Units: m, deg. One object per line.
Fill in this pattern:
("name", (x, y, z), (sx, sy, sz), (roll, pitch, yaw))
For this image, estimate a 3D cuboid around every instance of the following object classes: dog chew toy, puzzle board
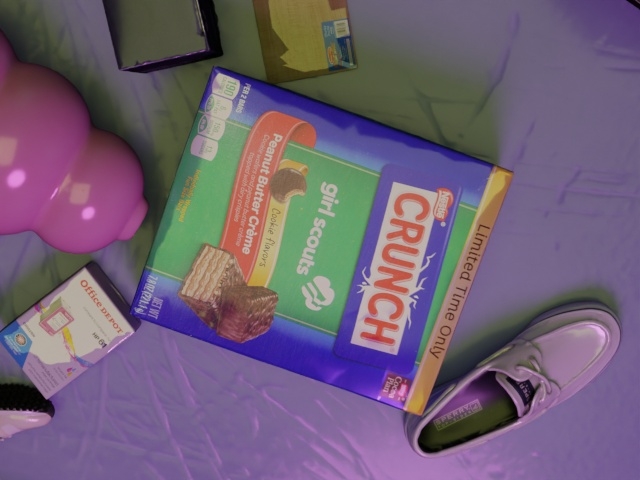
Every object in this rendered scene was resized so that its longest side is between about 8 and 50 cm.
("dog chew toy", (-0.323, -0.101, 1.367), (0.332, 0.206, 0.206), (31, 96, -11))
("puzzle board", (-0.019, -0.233, 1.435), (0.096, 0.011, 0.128), (-10, 97, 1))

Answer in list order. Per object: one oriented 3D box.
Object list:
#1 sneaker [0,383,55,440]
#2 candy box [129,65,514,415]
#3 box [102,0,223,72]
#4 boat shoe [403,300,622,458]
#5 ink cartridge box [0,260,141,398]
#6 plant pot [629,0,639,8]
("sneaker", (-0.362, 0.199, 1.472), (0.161, 0.057, 0.075), (-2, 113, -1))
("candy box", (0.000, 0.000, 1.405), (0.317, 0.122, 0.268), (19, 96, -3))
("box", (-0.162, -0.250, 1.361), (0.093, 0.158, 0.156), (-13, 95, 2))
("boat shoe", (0.206, 0.155, 1.438), (0.258, 0.084, 0.095), (-35, 95, 4))
("ink cartridge box", (-0.264, 0.093, 1.453), (0.122, 0.052, 0.088), (-38, 94, 3))
("plant pot", (0.361, -0.286, 1.328), (0.188, 0.167, 0.187), (-48, 60, 6))
